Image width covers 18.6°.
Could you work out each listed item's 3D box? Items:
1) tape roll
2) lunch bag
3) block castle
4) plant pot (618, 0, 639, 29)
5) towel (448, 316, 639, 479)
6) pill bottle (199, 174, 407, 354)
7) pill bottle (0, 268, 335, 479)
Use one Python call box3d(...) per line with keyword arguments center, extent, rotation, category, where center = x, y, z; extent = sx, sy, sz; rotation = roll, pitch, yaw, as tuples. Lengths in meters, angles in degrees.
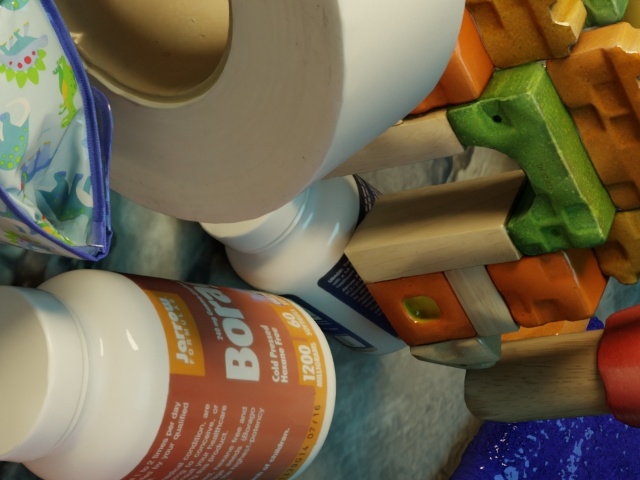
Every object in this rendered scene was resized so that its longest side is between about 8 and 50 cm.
box3d(center=(-0.069, -0.153, 0.951), extent=(0.100, 0.286, 0.286), rotation=(-39, 125, -38), category="tape roll")
box3d(center=(-0.175, -0.059, 0.966), extent=(0.096, 0.129, 0.151), rotation=(-44, 127, -34), category="lunch bag")
box3d(center=(0.140, -0.125, 1.166), extent=(0.453, 0.213, 0.303), rotation=(59, 39, -29), category="block castle")
box3d(center=(0.329, -0.146, 1.453), extent=(0.254, 0.254, 0.239), rotation=(-33, 107, -40), category="plant pot")
box3d(center=(0.162, 0.235, 1.457), extent=(0.308, 0.076, 0.227), rotation=(-51, 133, -29), category="towel")
box3d(center=(0.000, 0.000, 1.205), extent=(0.169, 0.094, 0.094), rotation=(35, 72, -47), category="pill bottle")
box3d(center=(-0.101, 0.080, 1.086), extent=(0.216, 0.121, 0.121), rotation=(10, 91, -50), category="pill bottle")
